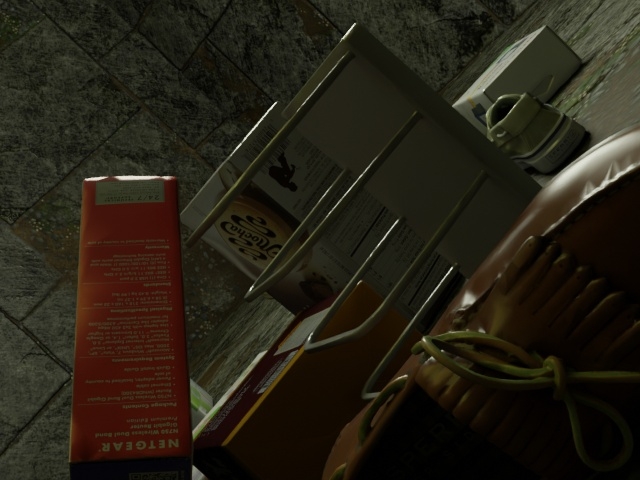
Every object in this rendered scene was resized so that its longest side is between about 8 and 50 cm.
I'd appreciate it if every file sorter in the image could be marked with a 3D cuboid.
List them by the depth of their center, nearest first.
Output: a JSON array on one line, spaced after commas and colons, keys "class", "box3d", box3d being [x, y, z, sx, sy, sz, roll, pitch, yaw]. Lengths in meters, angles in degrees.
[{"class": "file sorter", "box3d": [0.055, 0.014, 0.805, 0.173, 0.277, 0.193, -51, 6, -18]}]

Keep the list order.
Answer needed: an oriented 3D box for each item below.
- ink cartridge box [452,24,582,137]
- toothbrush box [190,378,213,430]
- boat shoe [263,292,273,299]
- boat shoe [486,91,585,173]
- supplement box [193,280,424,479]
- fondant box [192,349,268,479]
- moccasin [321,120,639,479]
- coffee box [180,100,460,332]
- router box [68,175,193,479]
[{"class": "ink cartridge box", "box3d": [0.323, -0.258, 1.740, 0.154, 0.093, 0.212, -47, 7, -3]}, {"class": "toothbrush box", "box3d": [-0.326, 0.314, 2.086, 0.122, 0.206, 0.283, -48, 4, -5]}, {"class": "boat shoe", "box3d": [-0.021, -0.026, 1.768, 0.342, 0.123, 0.123, -43, 6, 43]}, {"class": "boat shoe", "box3d": [0.266, -0.153, 1.373, 0.109, 0.094, 0.302, -47, 5, 2]}, {"class": "supplement box", "box3d": [-0.004, 0.163, 0.970, 0.191, 0.129, 0.194, -49, 5, -21]}, {"class": "fondant box", "box3d": [-0.076, 0.234, 1.237, 0.238, 0.096, 0.330, -49, 6, -20]}, {"class": "moccasin", "box3d": [0.111, 0.080, 0.593, 0.380, 0.139, 0.147, -44, 7, 33]}, {"class": "coffee box", "box3d": [0.000, 0.000, 1.253, 0.119, 0.297, 0.168, -55, 9, -34]}, {"class": "router box", "box3d": [-0.156, 0.168, 0.883, 0.301, 0.082, 0.335, -102, 14, -48]}]
